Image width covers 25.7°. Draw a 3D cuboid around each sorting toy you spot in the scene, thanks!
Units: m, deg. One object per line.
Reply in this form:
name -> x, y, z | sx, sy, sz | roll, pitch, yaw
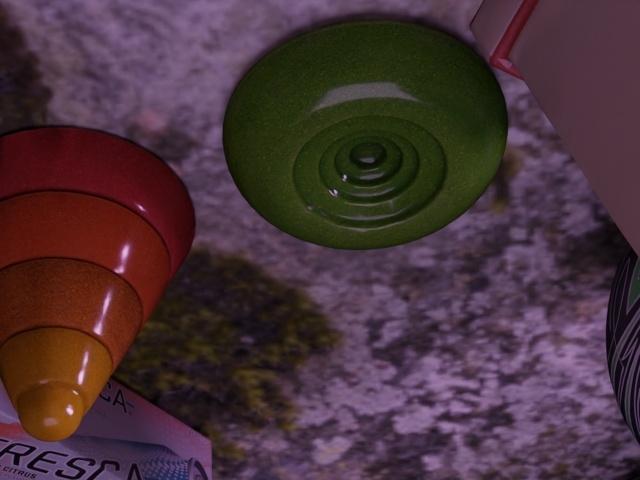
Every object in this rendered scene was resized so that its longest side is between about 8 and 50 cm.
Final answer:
sorting toy -> 0.000, 0.000, 0.591 | 0.365, 0.126, 0.127 | -17, 135, 13

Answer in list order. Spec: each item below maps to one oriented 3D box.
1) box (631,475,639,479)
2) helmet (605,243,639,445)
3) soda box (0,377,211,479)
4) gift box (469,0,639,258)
box -> 0.404, 0.256, 0.837 | 0.293, 0.212, 0.395 | -32, 130, 25
helmet -> 0.208, 0.040, 0.627 | 0.161, 0.169, 0.169 | -25, 136, -3
soda box -> -0.137, 0.101, 0.730 | 0.058, 0.063, 0.183 | -31, 131, 26
gift box -> 0.187, -0.073, 0.405 | 0.255, 0.258, 0.276 | 30, 110, -15
